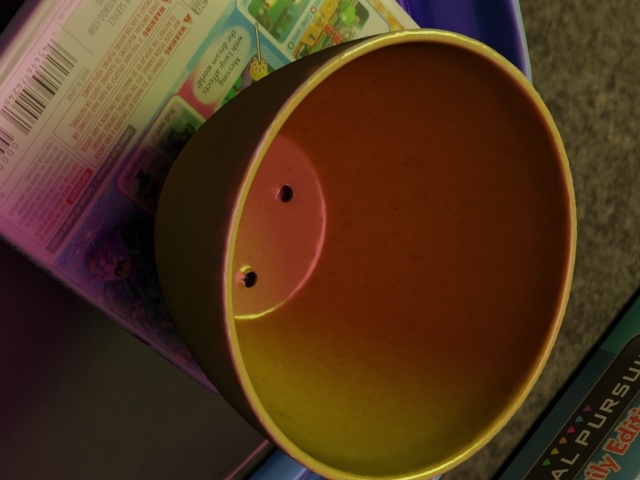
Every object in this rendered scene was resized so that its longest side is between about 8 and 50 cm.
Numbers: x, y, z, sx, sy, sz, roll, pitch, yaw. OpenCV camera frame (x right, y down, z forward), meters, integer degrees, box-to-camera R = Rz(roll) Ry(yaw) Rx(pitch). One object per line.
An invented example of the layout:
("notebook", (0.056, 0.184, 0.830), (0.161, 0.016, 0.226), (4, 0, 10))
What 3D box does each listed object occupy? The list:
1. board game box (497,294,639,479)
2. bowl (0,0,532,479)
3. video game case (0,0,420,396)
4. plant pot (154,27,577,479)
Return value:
("board game box", (0.220, 0.217, 0.750), (0.254, 0.079, 0.336), (-48, 121, -20))
("bowl", (-0.086, -0.021, 0.488), (0.391, 0.077, 0.391), (-6, 101, -35))
("video game case", (-0.039, -0.046, 0.459), (0.143, 0.019, 0.157), (41, 72, -34))
("plant pot", (0.000, 0.000, 0.422), (0.134, 0.095, 0.134), (-8, 103, -37))
